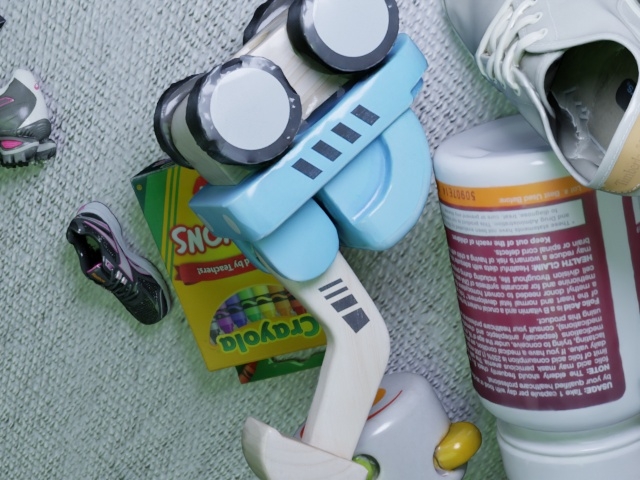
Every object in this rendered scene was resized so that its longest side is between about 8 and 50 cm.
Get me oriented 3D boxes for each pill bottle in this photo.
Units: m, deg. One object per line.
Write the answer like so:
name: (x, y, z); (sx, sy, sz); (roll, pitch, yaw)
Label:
pill bottle: (0.263, 0.068, 1.326); (0.224, 0.224, 0.392); (-6, 107, 19)

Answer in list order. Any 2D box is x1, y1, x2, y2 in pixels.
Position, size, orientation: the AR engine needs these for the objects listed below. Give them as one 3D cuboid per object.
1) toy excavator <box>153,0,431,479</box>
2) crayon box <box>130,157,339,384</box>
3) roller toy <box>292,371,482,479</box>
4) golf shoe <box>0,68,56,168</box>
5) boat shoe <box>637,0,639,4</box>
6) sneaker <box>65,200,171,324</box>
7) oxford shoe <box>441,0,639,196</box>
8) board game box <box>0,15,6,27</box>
toy excavator: (0.000, 0.000, 1.298); (0.433, 0.222, 0.445); (-44, 104, -14)
crayon box: (-0.078, 0.033, 1.495); (0.202, 0.081, 0.318); (-16, 105, 21)
roller toy: (0.076, 0.263, 1.473); (0.209, 0.191, 0.146); (-31, 100, -15)
golf shoe: (-0.469, -0.143, 1.552); (0.273, 0.105, 0.120); (-6, 92, 13)
boat shoe: (0.344, -0.197, 1.213); (0.111, 0.104, 0.307); (-3, 78, 2)
sneaker: (-0.269, 0.041, 1.557); (0.072, 0.077, 0.178); (-36, 97, 26)
oxford shoe: (0.220, -0.185, 1.160); (0.130, 0.449, 0.169); (2, 124, -27)
board game box: (-0.500, -0.300, 1.530); (0.186, 0.026, 0.126); (45, 116, -3)
